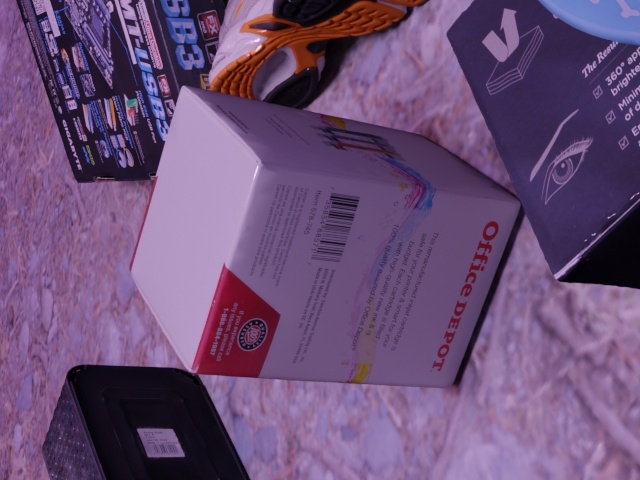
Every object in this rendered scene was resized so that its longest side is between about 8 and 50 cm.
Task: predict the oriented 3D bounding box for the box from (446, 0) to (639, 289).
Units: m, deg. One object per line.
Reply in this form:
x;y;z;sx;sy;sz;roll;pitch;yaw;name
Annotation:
0.156;-0.085;0.505;0.156;0.093;0.158;-49;46;41;box

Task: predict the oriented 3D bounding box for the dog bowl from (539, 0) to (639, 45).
0.189;-0.154;0.373;0.297;0.074;0.166;9;73;35;dog bowl

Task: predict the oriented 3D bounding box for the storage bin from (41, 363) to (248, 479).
-0.141;0.189;0.899;0.180;0.122;0.084;54;129;47;storage bin

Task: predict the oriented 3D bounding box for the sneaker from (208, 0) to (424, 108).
-0.005;-0.197;0.786;0.262;0.099;0.121;-32;54;50;sneaker

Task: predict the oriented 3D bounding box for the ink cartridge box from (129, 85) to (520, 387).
0.000;0.000;0.663;0.127;0.176;0.128;45;121;54;ink cartridge box

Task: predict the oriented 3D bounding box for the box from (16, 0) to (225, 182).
-0.181;-0.199;0.985;0.293;0.073;0.296;1;110;56;box
